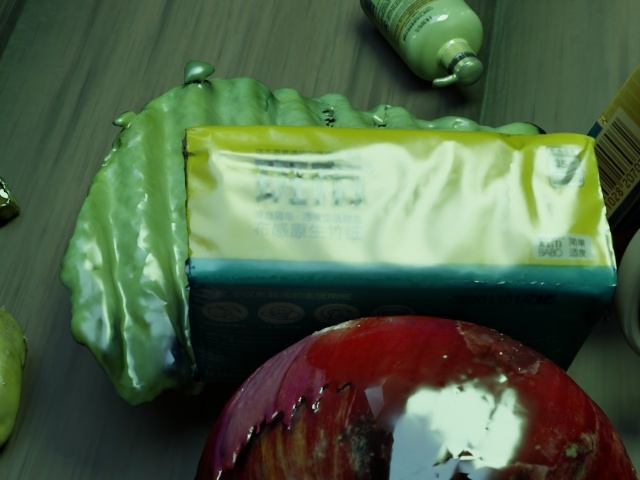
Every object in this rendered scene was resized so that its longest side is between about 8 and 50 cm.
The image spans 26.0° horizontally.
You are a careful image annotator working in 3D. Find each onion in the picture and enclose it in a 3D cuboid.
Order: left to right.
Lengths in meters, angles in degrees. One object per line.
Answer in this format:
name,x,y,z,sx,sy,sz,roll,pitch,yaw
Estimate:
onion,0.058,0.172,0.835,0.276,0.276,0.276,-6,48,7

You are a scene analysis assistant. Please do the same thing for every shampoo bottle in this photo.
shampoo bottle,0.102,-0.197,1.280,0.079,0.079,0.162,-25,49,-10

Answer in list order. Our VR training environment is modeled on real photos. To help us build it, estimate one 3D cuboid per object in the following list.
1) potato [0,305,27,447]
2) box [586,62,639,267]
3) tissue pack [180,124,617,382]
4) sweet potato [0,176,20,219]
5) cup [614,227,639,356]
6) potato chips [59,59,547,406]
potato,-0.278,0.109,1.094,0.091,0.070,0.138,-9,48,5
box,0.255,-0.070,1.004,0.152,0.237,0.070,-25,69,-35
tissue pack,0.041,0.011,0.929,0.270,0.192,0.134,2,63,-4
sweet potato,-0.413,-0.011,1.233,0.285,0.085,0.112,-14,81,-15
cup,0.326,0.013,0.928,0.252,0.200,0.191,-2,32,2
potato chips,0.003,-0.006,1.110,0.373,0.097,0.389,16,49,3
